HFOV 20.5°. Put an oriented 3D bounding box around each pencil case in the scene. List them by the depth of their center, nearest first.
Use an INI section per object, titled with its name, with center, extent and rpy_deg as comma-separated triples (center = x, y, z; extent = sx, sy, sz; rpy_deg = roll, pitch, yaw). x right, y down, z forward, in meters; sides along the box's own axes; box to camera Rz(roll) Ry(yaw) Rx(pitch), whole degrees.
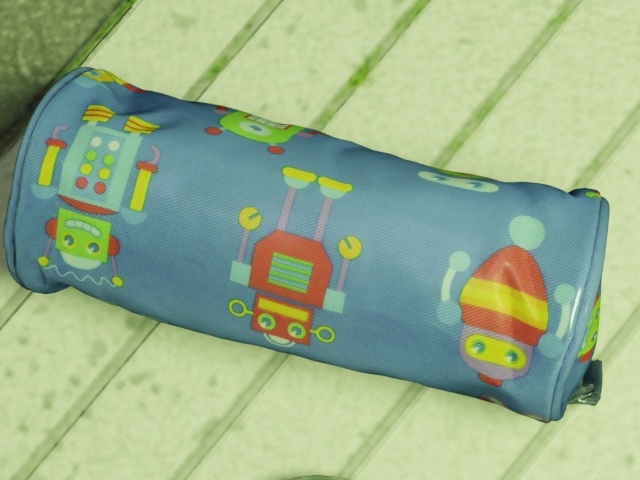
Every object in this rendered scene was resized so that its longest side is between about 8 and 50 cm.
[pencil case]
center = 0.000, 0.000, 0.890
extent = 0.306, 0.133, 0.119
rpy_deg = 14, 113, 11

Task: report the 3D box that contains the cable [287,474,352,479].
[cable]
center = 0.105, 0.166, 0.856
extent = 0.287, 0.072, 0.139
rpy_deg = 27, 74, 13
